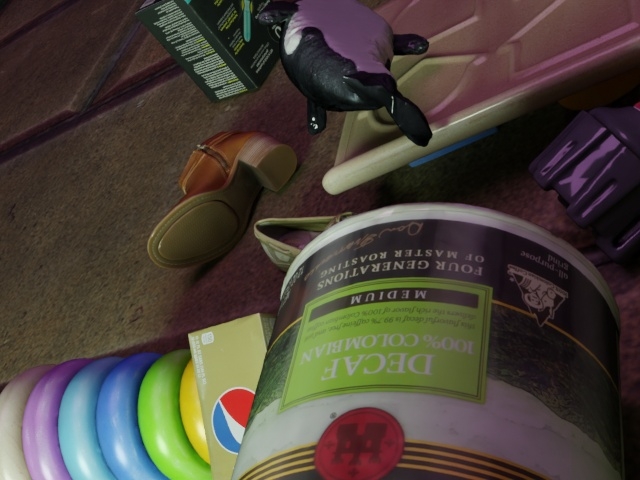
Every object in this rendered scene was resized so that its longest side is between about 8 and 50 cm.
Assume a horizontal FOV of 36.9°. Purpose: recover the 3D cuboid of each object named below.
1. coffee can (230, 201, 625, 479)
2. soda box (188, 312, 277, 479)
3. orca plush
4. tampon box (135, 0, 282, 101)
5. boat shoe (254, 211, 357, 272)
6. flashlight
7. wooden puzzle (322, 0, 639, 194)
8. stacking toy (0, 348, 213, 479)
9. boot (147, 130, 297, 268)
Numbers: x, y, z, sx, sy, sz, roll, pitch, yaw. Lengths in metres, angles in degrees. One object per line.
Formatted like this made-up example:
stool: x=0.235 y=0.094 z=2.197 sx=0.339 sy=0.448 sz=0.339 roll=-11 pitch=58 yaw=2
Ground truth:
coffee can: x=0.049 y=0.146 z=0.473 sx=0.201 sy=0.201 sz=0.275 roll=-21 pitch=36 yaw=31
soda box: x=-0.031 y=0.141 z=0.608 sx=0.058 sy=0.061 sz=0.181 roll=-18 pitch=76 yaw=24
orca plush: x=0.025 y=-0.135 z=0.848 sx=0.287 sy=0.151 sz=0.102 roll=-127 pitch=43 yaw=-54
tampon box: x=-0.137 y=-0.289 z=1.273 sx=0.101 sy=0.161 sz=0.120 roll=-7 pitch=44 yaw=45
boat shoe: x=0.001 y=-0.001 z=0.864 sx=0.153 sy=0.048 sz=0.056 roll=1 pitch=51 yaw=49
flashlight: x=0.269 y=-0.131 z=0.631 sx=0.304 sy=0.103 sz=0.103 roll=-45 pitch=12 yaw=14
wooden puzzle: x=0.174 y=-0.184 z=0.882 sx=0.322 sy=0.080 sz=0.348 roll=-21 pitch=32 yaw=30
stacking toy: x=-0.094 y=0.129 z=0.734 sx=0.330 sy=0.141 sz=0.141 roll=-19 pitch=37 yaw=26
boot: x=-0.129 y=-0.050 z=1.055 sx=0.197 sy=0.073 sz=0.152 roll=-38 pitch=30 yaw=-19
